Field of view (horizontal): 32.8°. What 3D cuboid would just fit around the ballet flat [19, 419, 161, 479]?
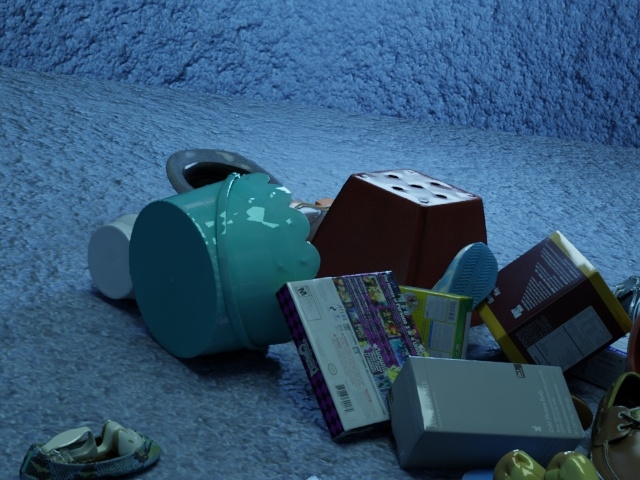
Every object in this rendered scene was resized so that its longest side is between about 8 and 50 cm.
[{"bbox_3d":[-0.263,0.247,1.283,0.070,0.070,0.188,27,23,38],"label":"ballet flat"}]

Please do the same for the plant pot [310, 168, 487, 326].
[{"bbox_3d":[0.148,0.010,1.958,0.267,0.236,0.267,26,23,38],"label":"plant pot"}]

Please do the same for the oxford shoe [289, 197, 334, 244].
[{"bbox_3d":[0.000,0.000,2.081,0.132,0.130,0.363,26,23,19],"label":"oxford shoe"}]

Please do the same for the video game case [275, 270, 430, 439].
[{"bbox_3d":[0.063,0.159,1.570,0.210,0.042,0.232,-5,63,-40],"label":"video game case"}]

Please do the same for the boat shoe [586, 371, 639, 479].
[{"bbox_3d":[0.433,0.280,1.538,0.110,0.105,0.307,13,18,3],"label":"boat shoe"}]

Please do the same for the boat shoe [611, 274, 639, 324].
[{"bbox_3d":[0.615,0.134,2.102,0.119,0.121,0.335,10,6,21],"label":"boat shoe"}]

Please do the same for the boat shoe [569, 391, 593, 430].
[{"bbox_3d":[0.301,0.240,1.626,0.206,0.073,0.073,11,16,-1],"label":"boat shoe"}]

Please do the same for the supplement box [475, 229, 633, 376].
[{"bbox_3d":[0.374,0.116,1.797,0.129,0.194,0.191,52,6,-21],"label":"supplement box"}]

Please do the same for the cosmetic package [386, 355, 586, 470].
[{"bbox_3d":[0.221,0.239,1.484,0.237,0.107,0.127,6,47,-20],"label":"cosmetic package"}]

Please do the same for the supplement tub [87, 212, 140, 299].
[{"bbox_3d":[-0.272,0.021,1.815,0.144,0.144,0.199,24,23,34],"label":"supplement tub"}]

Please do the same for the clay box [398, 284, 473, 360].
[{"bbox_3d":[0.123,0.133,1.695,0.222,0.128,0.053,10,4,35],"label":"clay box"}]

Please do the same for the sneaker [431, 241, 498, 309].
[{"bbox_3d":[0.215,0.096,1.805,0.087,0.229,0.092,43,-26,-18],"label":"sneaker"}]

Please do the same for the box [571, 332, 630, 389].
[{"bbox_3d":[0.488,0.193,1.882,0.126,0.072,0.137,23,21,29],"label":"box"}]

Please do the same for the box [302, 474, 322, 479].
[{"bbox_3d":[-0.032,0.333,1.212,0.114,0.036,0.207,23,22,33],"label":"box"}]

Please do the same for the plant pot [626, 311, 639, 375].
[{"bbox_3d":[0.649,0.175,1.764,0.272,0.272,0.265,18,9,19],"label":"plant pot"}]

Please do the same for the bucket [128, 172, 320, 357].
[{"bbox_3d":[-0.151,0.043,1.649,0.183,0.281,0.281,-13,30,-39],"label":"bucket"}]

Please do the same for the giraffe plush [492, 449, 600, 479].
[{"bbox_3d":[0.305,0.339,1.240,0.210,0.181,0.170,14,-6,41],"label":"giraffe plush"}]

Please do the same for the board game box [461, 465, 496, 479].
[{"bbox_3d":[0.261,0.334,1.387,0.133,0.033,0.168,0,11,-39],"label":"board game box"}]

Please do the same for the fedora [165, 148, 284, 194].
[{"bbox_3d":[-0.189,-0.066,2.151,0.243,0.124,0.275,-8,35,-41],"label":"fedora"}]
